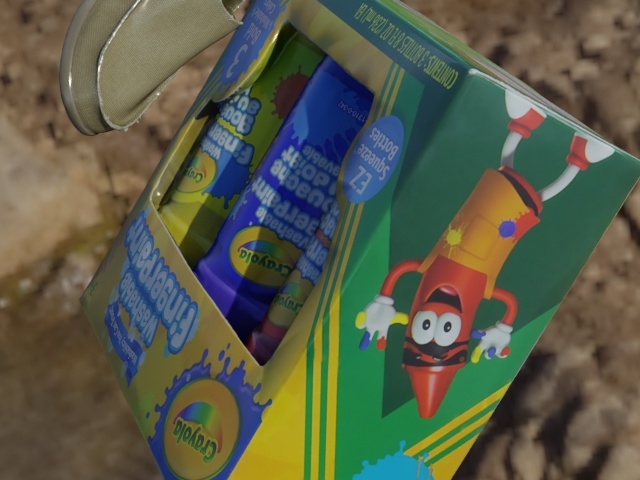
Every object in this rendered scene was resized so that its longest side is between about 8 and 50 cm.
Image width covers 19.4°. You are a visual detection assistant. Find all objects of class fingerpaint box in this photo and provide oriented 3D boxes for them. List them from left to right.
[{"bbox_3d":[0.000,0.000,1.433,0.163,0.371,0.445,26,11,-24],"label":"fingerpaint box"}]

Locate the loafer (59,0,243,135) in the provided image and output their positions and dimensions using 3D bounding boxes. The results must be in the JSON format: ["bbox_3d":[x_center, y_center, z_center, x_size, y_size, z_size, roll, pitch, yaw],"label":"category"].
[{"bbox_3d":[-0.068,-0.109,0.870,0.050,0.056,0.148,17,65,34],"label":"loafer"}]
